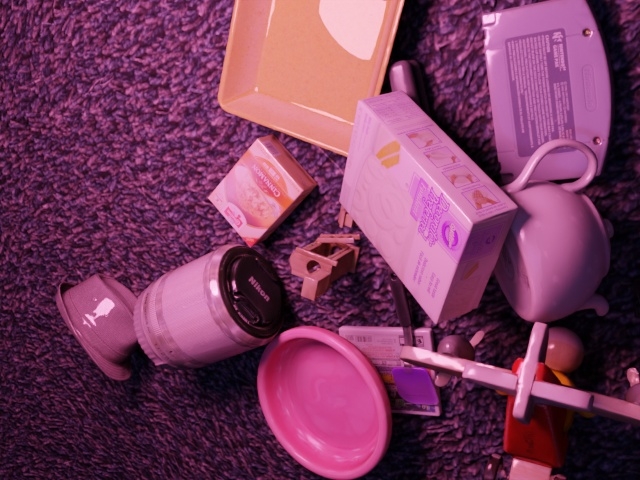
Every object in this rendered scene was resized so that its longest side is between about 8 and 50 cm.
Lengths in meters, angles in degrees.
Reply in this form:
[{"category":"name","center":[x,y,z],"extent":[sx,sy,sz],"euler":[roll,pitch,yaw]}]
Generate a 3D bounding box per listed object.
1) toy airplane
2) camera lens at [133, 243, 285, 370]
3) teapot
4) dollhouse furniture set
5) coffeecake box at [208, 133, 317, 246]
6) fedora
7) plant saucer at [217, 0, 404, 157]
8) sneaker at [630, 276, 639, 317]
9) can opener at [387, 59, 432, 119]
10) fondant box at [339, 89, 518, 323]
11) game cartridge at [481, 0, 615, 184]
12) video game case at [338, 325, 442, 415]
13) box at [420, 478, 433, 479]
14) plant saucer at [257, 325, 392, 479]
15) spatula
[{"category":"toy airplane","center":[0.372,0.246,1.267],"extent":[0.386,0.272,0.384],"euler":[37,147,-11]},{"category":"camera lens","center":[-0.230,0.144,1.589],"extent":[0.274,0.219,0.219],"euler":[-24,92,31]},{"category":"teapot","center":[0.389,0.000,1.236],"extent":[0.187,0.256,0.252],"euler":[-18,71,-2]},{"category":"dollhouse furniture set","center":[0.000,0.000,1.447],"extent":[0.101,0.182,0.160],"euler":[20,113,22]},{"category":"coffeecake box","center":[-0.121,-0.101,1.549],"extent":[0.142,0.068,0.185],"euler":[49,121,7]},{"category":"fedora","center":[-0.490,0.182,1.767],"extent":[0.124,0.244,0.275],"euler":[-39,74,2]},{"category":"plant saucer","center":[-0.012,-0.361,1.411],"extent":[0.333,0.081,0.332],"euler":[24,114,21]},{"category":"sneaker","center":[0.570,0.124,1.248],"extent":[0.085,0.058,0.152],"euler":[-25,87,25]},{"category":"can opener","center":[0.165,-0.185,1.369],"extent":[0.093,0.074,0.280],"euler":[-4,102,30]},{"category":"fondant box","center":[0.165,-0.062,1.273],"extent":[0.330,0.096,0.238],"euler":[53,149,35]},{"category":"game cartridge","center":[0.382,-0.246,1.250],"extent":[0.196,0.060,0.294],"euler":[-2,103,32]},{"category":"video game case","center":[0.142,0.265,1.540],"extent":[0.201,0.023,0.183],"euler":[-2,103,27]},{"category":"box","center":[0.224,0.685,1.398],"extent":[0.212,0.395,0.293],"euler":[3,106,28]},{"category":"plant saucer","center":[0.016,0.330,1.568],"extent":[0.332,0.084,0.332],"euler":[14,113,35]},{"category":"spatula","center":[0.168,0.190,1.474],"extent":[0.084,0.030,0.296],"euler":[-5,102,30]}]
